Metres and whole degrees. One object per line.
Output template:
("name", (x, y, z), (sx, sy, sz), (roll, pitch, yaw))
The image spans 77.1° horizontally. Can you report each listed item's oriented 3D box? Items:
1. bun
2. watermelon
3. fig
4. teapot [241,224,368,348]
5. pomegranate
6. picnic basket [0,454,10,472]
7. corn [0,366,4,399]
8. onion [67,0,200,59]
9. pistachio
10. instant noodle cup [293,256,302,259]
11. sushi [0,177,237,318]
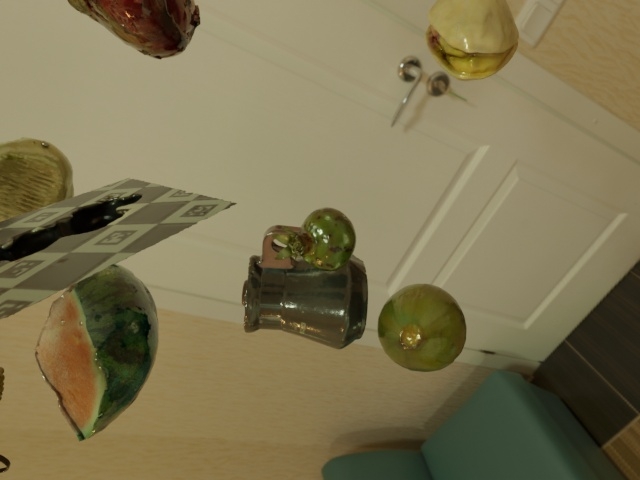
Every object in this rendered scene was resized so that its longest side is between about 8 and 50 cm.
("bun", (-0.820, -0.161, 1.113), (0.160, 0.259, 0.259), (20, 94, 45))
("watermelon", (-0.497, 0.229, 0.911), (0.319, 0.292, 0.222), (-40, -7, -30))
("fig", (0.259, 0.237, 1.059), (0.240, 0.271, 0.239), (1, 93, 28))
("teapot", (-0.051, 0.138, 1.203), (0.305, 0.362, 0.375), (-97, 11, -64))
("pomegranate", (-0.012, -0.005, 0.970), (0.156, 0.220, 0.156), (-176, 90, -66))
("picnic basket", (-0.461, 0.293, 0.537), (0.072, 0.083, 0.072), (-12, -90, -79))
("corn", (-0.570, 0.323, 0.631), (0.086, 0.087, 0.288), (-37, 51, 53))
("onion", (-0.240, -0.321, 0.501), (0.184, 0.147, 0.183), (-8, -90, -90))
("pistachio", (0.243, -0.337, 0.634), (0.117, 0.145, 0.200), (87, -174, -46))
("instant noodle cup", (0.006, 0.129, 1.659), (0.264, 0.264, 0.200), (16, 125, 66))
("sushi", (-0.252, 0.026, 0.357), (0.264, 0.290, 0.050), (15, 126, 42))
